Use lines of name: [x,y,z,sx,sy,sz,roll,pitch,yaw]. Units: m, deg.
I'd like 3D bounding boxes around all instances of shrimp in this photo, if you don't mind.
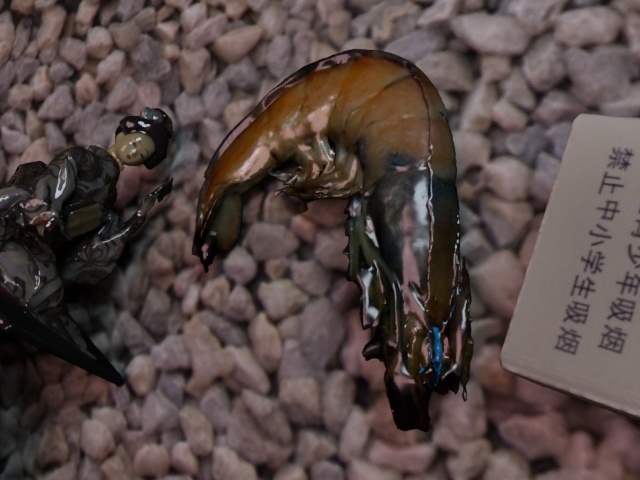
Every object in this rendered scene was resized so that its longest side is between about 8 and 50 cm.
shrimp: [0.000,0.000,0.503,0.222,0.054,0.290,-19,67,20]

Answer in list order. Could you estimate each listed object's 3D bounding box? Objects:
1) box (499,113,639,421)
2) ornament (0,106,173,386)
box: [0.236,0.030,0.344,0.259,0.071,0.168,16,85,41]
ornament: [-0.178,-0.022,0.560,0.153,0.166,0.196,38,81,26]
